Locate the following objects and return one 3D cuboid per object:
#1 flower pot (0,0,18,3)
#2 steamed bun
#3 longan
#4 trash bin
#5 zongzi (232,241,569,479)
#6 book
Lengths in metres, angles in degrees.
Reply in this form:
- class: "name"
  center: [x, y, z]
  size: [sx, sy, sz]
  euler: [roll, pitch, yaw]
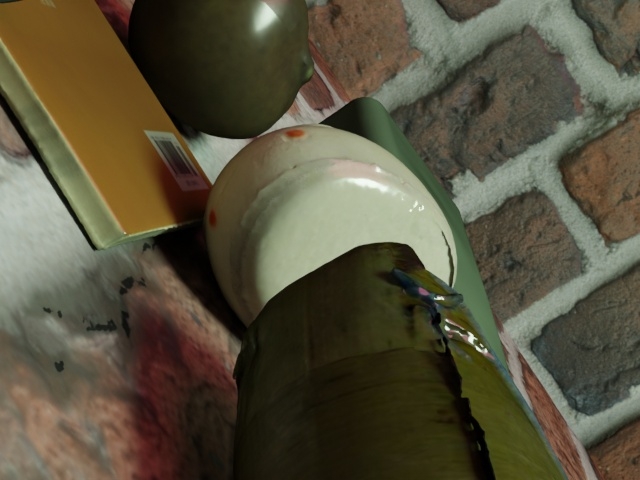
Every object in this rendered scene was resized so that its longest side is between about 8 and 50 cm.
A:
- class: "flower pot"
  center: [-0.196, -0.235, 0.595]
  size: [0.107, 0.157, 0.157]
  euler: [50, 9, 17]
- class: "steamed bun"
  center: [0.000, 0.000, 0.795]
  size: [0.228, 0.177, 0.130]
  euler: [42, 6, -40]
- class: "longan"
  center: [-0.092, -0.187, 0.946]
  size: [0.189, 0.189, 0.189]
  euler: [53, 12, -16]
- class: "trash bin"
  center: [0.074, 0.023, 1.073]
  size: [0.223, 0.158, 0.343]
  euler: [50, 13, -28]
- class: "zongzi"
  center: [0.100, 0.212, 0.589]
  size: [0.393, 0.174, 0.356]
  euler: [48, 18, -34]
- class: "book"
  center: [-0.206, -0.164, 0.754]
  size: [0.373, 0.028, 0.262]
  euler: [57, 12, 2]
